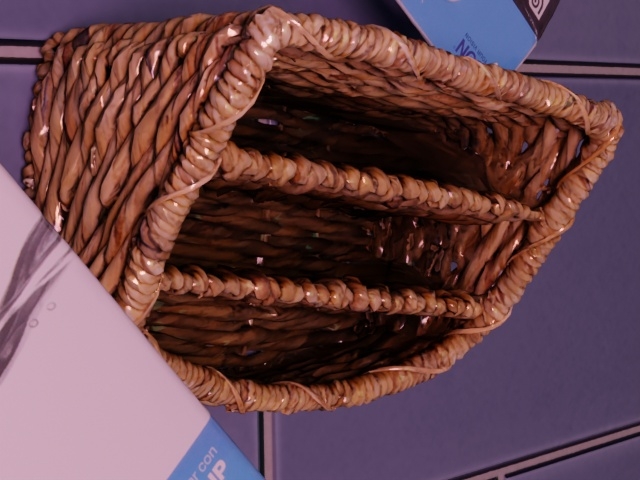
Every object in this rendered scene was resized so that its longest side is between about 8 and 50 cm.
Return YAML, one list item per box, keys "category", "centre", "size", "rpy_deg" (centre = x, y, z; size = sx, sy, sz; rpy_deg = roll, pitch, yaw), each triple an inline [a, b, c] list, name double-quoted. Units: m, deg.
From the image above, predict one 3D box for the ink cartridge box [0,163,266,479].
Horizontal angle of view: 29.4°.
- category: "ink cartridge box"
  centre: [-0.194, 0.053, 0.540]
  size: [0.129, 0.223, 0.307]
  rpy_deg: [-52, 124, -27]

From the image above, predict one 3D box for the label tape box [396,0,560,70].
- category: "label tape box"
  centre: [0.098, -0.296, 0.854]
  size: [0.249, 0.115, 0.348]
  rpy_deg: [45, 67, -35]

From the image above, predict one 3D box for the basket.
- category: "basket"
  centre: [0.000, 0.000, 0.713]
  size: [0.299, 0.223, 0.214]
  rpy_deg: [9, 87, -43]
